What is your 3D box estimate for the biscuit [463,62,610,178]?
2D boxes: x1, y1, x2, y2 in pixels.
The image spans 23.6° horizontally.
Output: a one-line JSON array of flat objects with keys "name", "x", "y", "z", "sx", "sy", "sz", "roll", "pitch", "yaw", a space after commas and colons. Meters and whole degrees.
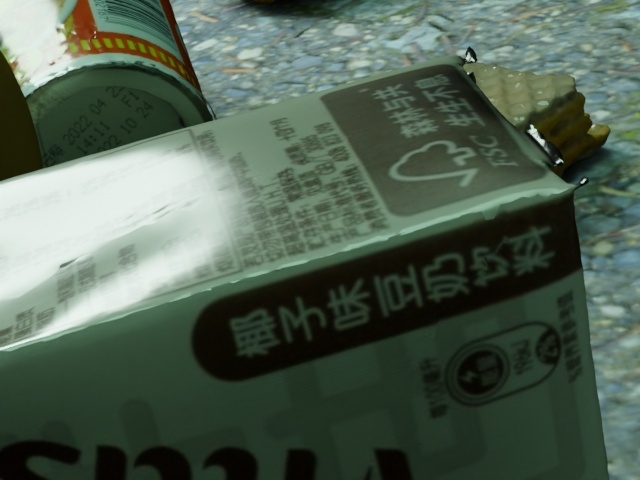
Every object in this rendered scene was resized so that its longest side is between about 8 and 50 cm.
[{"name": "biscuit", "x": 0.000, "y": 0.000, "z": 0.781, "sx": 0.379, "sy": 0.054, "sz": 0.094, "roll": -32, "pitch": 34, "yaw": -32}]

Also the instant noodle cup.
[{"name": "instant noodle cup", "x": -0.148, "y": -0.089, "z": 0.894, "sx": 0.193, "sy": 0.193, "sz": 0.212, "roll": -19, "pitch": 38, "yaw": -12}]

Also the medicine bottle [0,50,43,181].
[{"name": "medicine bottle", "x": -0.289, "y": -0.010, "z": 0.719, "sx": 0.232, "sy": 0.238, "sz": 0.238, "roll": 3, "pitch": 32, "yaw": 31}]

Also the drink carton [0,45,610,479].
[{"name": "drink carton", "x": -0.067, "y": 0.081, "z": 0.516, "sx": 0.325, "sy": 0.194, "sz": 0.132, "roll": -16, "pitch": 27, "yaw": -6}]

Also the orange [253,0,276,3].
[{"name": "orange", "x": -0.029, "y": -0.252, "z": 1.186, "sx": 0.157, "sy": 0.134, "sz": 0.156, "roll": 15, "pitch": 51, "yaw": -19}]
